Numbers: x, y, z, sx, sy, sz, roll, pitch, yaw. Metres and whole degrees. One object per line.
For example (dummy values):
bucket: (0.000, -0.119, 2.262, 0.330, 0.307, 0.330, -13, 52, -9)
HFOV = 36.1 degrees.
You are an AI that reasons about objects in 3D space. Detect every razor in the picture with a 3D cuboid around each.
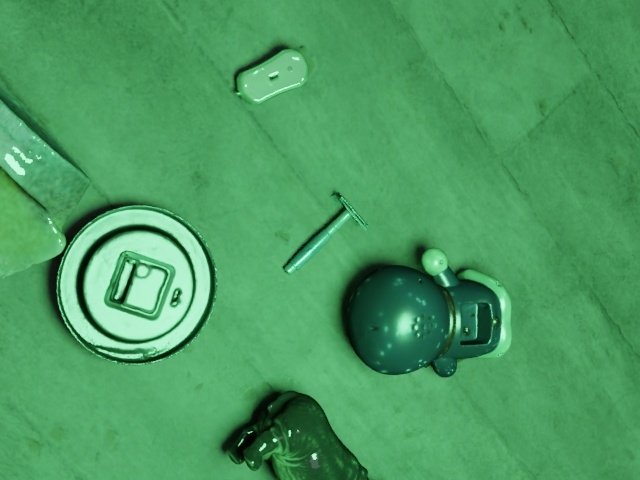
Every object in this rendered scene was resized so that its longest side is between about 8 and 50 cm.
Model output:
razor: (0.000, 0.000, 1.418, 0.135, 0.040, 0.068, -45, 106, -8)

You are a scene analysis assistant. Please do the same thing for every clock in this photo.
clock: (0.152, 0.110, 1.428, 0.243, 0.146, 0.199, -1, 98, -28)
clock: (-0.247, 0.059, 1.321, 0.215, 0.042, 0.215, -1, 93, -21)

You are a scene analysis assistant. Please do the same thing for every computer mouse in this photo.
computer mouse: (-0.071, -0.228, 1.379, 0.110, 0.032, 0.056, -27, 101, -7)

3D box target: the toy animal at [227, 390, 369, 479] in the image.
toy animal: (0.017, 0.361, 1.409, 0.343, 0.106, 0.168, 44, 71, -24)

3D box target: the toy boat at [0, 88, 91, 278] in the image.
toy boat: (-0.438, -0.066, 1.219, 0.276, 0.111, 0.293, 31, 95, -20)
